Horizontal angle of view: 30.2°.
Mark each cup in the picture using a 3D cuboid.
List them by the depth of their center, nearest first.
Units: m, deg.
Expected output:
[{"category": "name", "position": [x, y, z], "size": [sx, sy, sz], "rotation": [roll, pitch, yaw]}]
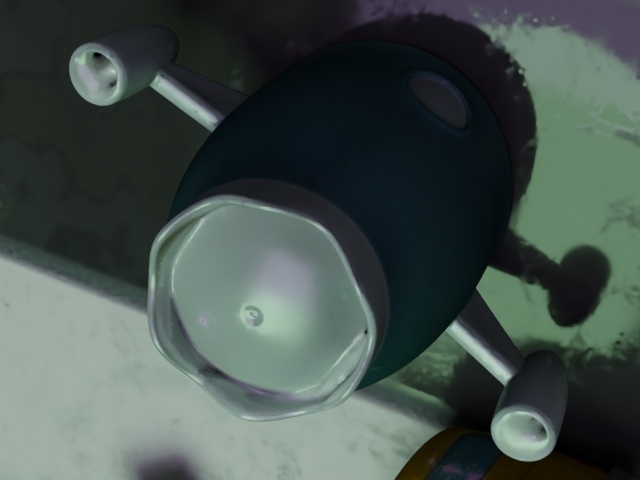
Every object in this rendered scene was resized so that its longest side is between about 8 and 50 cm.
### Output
[{"category": "cup", "position": [0.000, 0.000, 0.581], "size": [0.300, 0.173, 0.167], "rotation": [40, 119, 2]}]

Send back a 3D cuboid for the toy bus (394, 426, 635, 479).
[{"category": "toy bus", "position": [0.085, 0.209, 0.669], "size": [0.136, 0.126, 0.209], "rotation": [22, 119, 21]}]
